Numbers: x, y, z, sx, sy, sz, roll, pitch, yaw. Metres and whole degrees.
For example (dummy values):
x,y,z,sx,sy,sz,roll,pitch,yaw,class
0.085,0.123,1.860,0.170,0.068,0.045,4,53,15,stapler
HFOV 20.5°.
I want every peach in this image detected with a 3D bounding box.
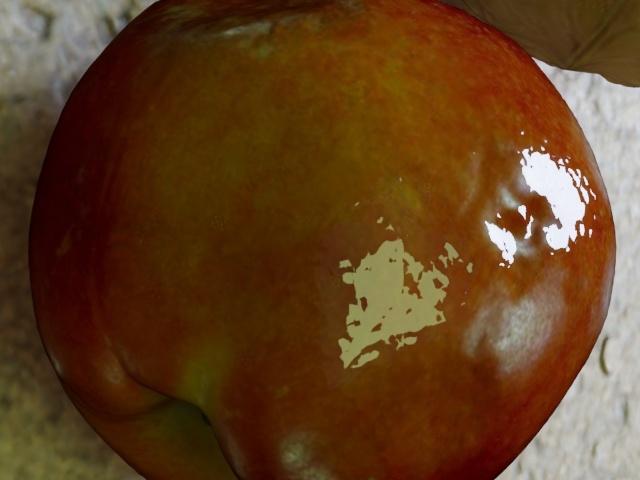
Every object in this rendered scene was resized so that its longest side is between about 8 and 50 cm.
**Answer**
x,y,z,sx,sy,sz,roll,pitch,yaw,class
0.000,0.000,0.716,0.243,0.199,0.243,9,71,-28,peach

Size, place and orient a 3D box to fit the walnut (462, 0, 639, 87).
x,y,z,sx,sy,sz,roll,pitch,yaw,class
0.153,-0.185,0.859,0.193,0.193,0.226,20,80,-37,walnut
